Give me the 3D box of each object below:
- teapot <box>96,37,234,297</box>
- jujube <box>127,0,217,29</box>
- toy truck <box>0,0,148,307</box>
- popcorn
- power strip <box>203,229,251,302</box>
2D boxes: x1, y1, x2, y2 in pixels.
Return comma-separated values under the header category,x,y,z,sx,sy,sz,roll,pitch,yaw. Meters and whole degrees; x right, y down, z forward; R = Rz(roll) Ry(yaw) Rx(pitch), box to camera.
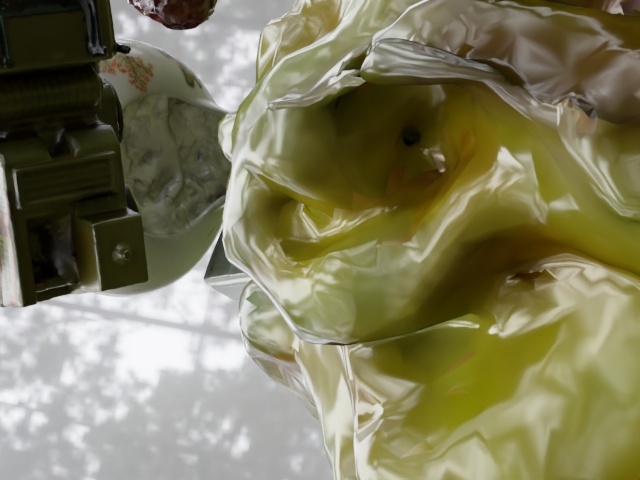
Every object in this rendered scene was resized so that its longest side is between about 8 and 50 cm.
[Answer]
category,x,y,z,sx,sy,sz,roll,pitch,yaw
teapot,-0.154,-0.054,1.169,0.298,0.139,0.204,-21,-73,-48
jujube,-0.112,-0.195,1.056,0.077,0.129,0.077,-17,-46,-19
toy truck,-0.163,-0.093,0.826,0.127,0.127,0.257,-12,-80,-29
popcorn,0.134,-0.005,0.458,0.321,0.290,0.326,52,-139,-3
power strip,0.000,0.000,1.061,0.052,0.272,0.078,29,-109,-24
